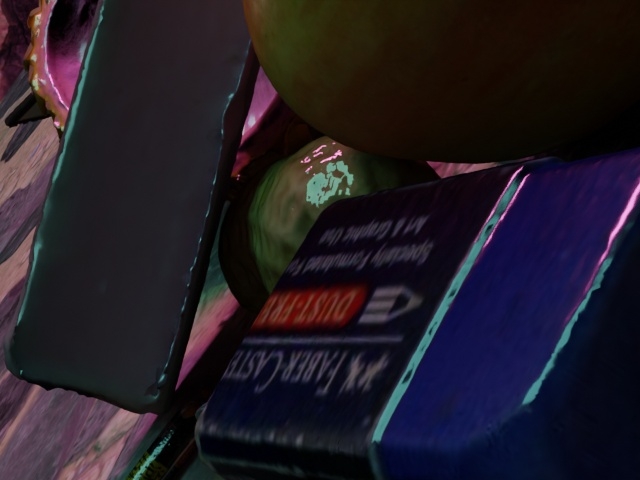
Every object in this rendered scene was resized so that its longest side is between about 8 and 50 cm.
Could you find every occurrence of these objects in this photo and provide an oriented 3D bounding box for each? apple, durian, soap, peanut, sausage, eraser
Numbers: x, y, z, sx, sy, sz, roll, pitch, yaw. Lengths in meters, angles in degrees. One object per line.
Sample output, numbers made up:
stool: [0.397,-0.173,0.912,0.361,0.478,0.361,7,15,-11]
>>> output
apple: [0.079,-0.156,0.894,0.241,0.242,0.242,-48,14,52]
durian: [-0.101,-0.118,1.397,0.341,0.112,0.191,14,88,36]
soap: [-0.108,-0.043,1.143,0.285,0.107,0.296,132,152,-86]
peanut: [0.000,0.000,1.033,0.226,0.095,0.108,165,112,-69]
sausage: [-0.124,0.175,1.147,0.198,0.025,0.028,-54,14,0]
eraser: [0.059,0.054,0.749,0.155,0.101,0.332,-59,16,-15]

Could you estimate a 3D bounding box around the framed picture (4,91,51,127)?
framed picture: [-0.121,-0.199,1.673,0.244,0.013,0.324,-18,-12,-41]
